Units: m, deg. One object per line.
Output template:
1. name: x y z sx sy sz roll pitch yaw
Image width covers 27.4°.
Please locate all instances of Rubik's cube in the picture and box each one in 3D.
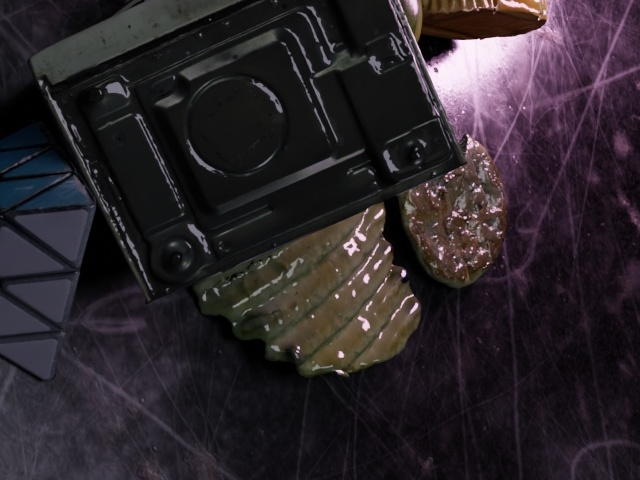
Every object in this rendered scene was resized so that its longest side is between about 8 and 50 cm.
1. Rubik's cube: -0.351 -0.006 1.439 0.233 0.228 0.228 39 3 15

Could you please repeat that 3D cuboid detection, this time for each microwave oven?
1. microwave oven: -0.082 -0.156 1.497 0.394 0.247 0.333 -25 102 1

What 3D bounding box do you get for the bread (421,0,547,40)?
1. bread: 0.215 -0.396 1.994 0.288 0.204 0.156 -4 87 -38

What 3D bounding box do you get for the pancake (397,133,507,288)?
1. pancake: 0.200 -0.048 2.001 0.254 0.037 0.253 10 76 -45

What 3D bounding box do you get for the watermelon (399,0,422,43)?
1. watermelon: 0.043 -0.324 1.837 0.188 0.188 0.214 -18 76 -43

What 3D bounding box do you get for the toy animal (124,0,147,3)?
1. toy animal: -0.151 -0.273 1.687 0.193 0.127 0.178 6 74 -40

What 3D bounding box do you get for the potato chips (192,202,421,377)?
1. potato chips: -0.005 0.000 1.776 0.389 0.097 0.373 -11 95 -45
